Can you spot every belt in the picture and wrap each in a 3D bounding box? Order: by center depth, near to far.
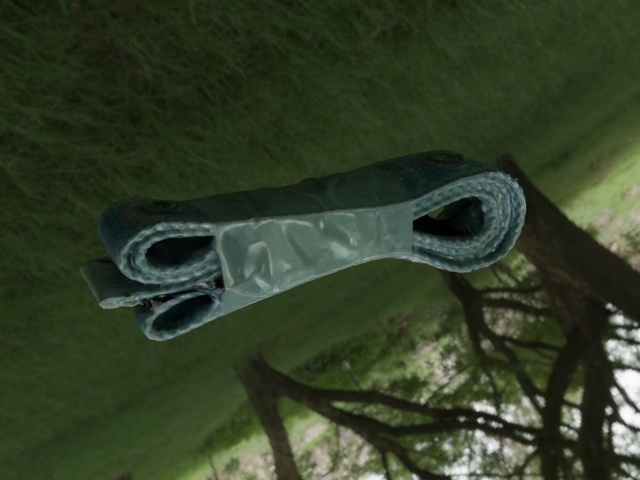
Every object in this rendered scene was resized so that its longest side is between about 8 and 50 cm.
[{"bbox_3d":[0.000,0.000,0.511,0.302,0.087,0.072,-11,-152,-24],"label":"belt"}]
